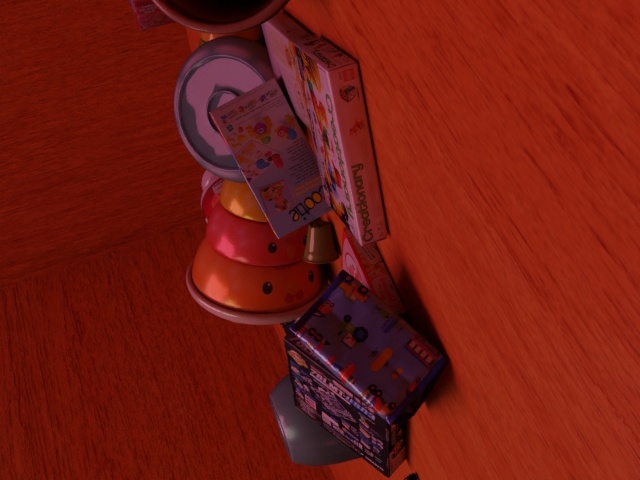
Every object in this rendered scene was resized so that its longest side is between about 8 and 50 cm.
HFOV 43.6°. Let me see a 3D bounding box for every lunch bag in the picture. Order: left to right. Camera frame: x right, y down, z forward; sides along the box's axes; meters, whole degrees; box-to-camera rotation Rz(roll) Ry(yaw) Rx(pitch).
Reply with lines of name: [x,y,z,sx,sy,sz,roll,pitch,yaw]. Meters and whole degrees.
lunch bag: [0.090,0.199,1.368,0.221,0.138,0.293,41,173,16]

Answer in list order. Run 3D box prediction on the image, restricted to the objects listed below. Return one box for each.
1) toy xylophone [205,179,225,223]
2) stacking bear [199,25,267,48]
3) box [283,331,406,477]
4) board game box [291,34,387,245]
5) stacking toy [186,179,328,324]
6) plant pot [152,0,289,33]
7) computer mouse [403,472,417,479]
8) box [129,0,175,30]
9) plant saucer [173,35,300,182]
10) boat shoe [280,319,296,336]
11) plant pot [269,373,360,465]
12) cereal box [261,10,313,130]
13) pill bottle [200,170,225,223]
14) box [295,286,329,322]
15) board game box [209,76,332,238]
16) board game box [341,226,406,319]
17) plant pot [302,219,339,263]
toy xylophone: [-0.211,-0.161,2.175,0.322,0.081,0.236,-65,29,7]
stacking bear: [-0.199,-0.457,1.770,0.164,0.175,0.289,26,129,39]
box: [0.055,0.351,1.753,0.295,0.073,0.293,32,148,29]
board game box: [0.032,-0.165,1.315,0.193,0.053,0.305,-126,20,-59]
stacking toy: [-0.140,-0.074,1.886,0.350,0.351,0.480,-122,32,-53]
plant pot: [-0.145,-0.458,1.275,0.229,0.263,0.263,-74,-32,-77]
computer mouse: [0.200,0.578,1.814,0.106,0.042,0.193,65,164,9]
box: [-0.311,-0.590,1.818,0.122,0.257,0.128,101,149,-67]
plant saucer: [-0.193,-0.275,1.718,0.044,0.318,0.317,-32,-73,-59]
boat shoe: [-0.069,0.210,2.360,0.113,0.127,0.340,59,179,4]
plant pot: [0.005,0.444,2.061,0.293,0.235,0.293,161,90,-80]
cereal box: [-0.046,-0.317,1.477,0.240,0.047,0.173,-123,15,-56]
pill bottle: [-0.231,-0.073,2.419,0.407,0.229,0.229,-119,14,-47]
box: [0.018,0.237,1.973,0.275,0.113,0.094,-118,12,-48]
board game box: [-0.092,-0.162,1.584,0.275,0.144,0.142,63,177,-10]
board game box: [0.094,0.084,1.460,0.147,0.045,0.193,89,160,-60]
plant pot: [0.000,0.000,1.760,0.083,0.083,0.079,-130,36,-65]
